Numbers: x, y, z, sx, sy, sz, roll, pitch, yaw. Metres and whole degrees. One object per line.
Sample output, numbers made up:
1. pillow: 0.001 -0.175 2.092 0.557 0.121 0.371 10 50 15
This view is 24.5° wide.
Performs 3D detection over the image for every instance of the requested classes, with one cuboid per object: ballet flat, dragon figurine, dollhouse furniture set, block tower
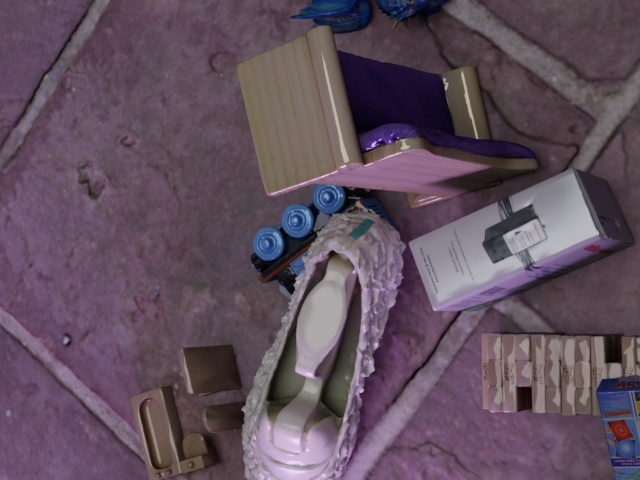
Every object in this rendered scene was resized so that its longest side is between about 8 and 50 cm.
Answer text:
1. ballet flat: -0.015 0.157 1.720 0.147 0.147 0.409 22 108 24
2. dragon figurine: 0.011 -0.301 1.792 0.289 0.085 0.144 -12 83 23
3. dollhouse furniture set: -0.187 0.221 1.841 0.151 0.123 0.144 -18 80 23
4. block tower: 0.342 0.148 1.620 0.335 0.091 0.097 -2 88 25

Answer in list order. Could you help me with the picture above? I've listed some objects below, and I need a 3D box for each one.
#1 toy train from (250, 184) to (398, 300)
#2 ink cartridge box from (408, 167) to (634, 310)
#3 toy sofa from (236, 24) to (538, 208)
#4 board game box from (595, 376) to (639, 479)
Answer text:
1. toy train: 0.000 0.000 1.791 0.184 0.080 0.105 -38 79 19
2. ink cartridge box: 0.226 0.003 1.645 0.208 0.153 0.087 -24 77 21
3. toy sofa: 0.086 -0.133 1.601 0.177 0.362 0.150 -18 80 30
4. board game box: 0.399 0.205 1.530 0.201 0.035 0.136 -6 110 26
